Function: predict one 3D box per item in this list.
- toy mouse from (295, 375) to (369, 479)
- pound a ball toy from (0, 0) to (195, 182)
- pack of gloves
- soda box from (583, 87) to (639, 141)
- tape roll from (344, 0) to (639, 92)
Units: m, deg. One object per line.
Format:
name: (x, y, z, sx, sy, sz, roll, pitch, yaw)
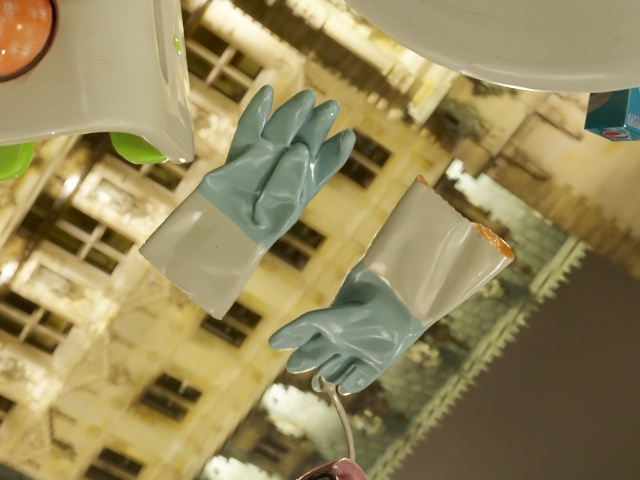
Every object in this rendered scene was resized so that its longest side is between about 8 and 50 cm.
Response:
toy mouse: (0.010, 0.129, 0.366, 0.031, 0.161, 0.143, -18, -174, 27)
pound a ball toy: (-0.186, -0.143, 0.601, 0.136, 0.208, 0.319, 45, 38, -78)
pack of gloves: (0.000, 0.000, 0.836, 0.232, 0.195, 0.046, -47, -179, 43)
soda box: (0.421, -0.244, 1.617, 0.071, 0.067, 0.210, 3, -101, 52)
tape roll: (0.102, -0.191, 0.392, 0.169, 0.246, 0.246, -38, -174, -41)
